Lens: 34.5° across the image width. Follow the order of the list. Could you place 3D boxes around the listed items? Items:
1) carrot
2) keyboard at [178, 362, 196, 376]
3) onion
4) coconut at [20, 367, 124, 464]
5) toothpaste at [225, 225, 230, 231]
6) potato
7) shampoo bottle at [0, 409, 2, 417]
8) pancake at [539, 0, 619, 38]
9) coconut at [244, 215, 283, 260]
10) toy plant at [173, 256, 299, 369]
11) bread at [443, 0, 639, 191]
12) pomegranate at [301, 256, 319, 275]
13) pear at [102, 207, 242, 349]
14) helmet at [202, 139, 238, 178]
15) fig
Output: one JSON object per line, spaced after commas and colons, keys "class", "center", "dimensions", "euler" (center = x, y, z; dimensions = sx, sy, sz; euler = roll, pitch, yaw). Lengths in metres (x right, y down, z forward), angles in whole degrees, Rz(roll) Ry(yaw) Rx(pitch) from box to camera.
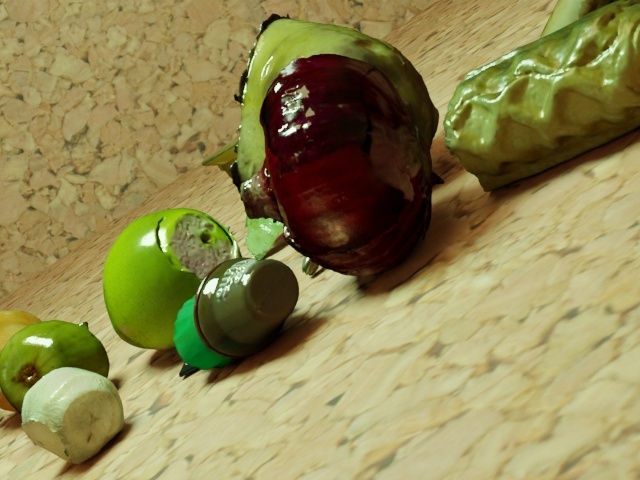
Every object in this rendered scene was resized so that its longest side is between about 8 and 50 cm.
{"class": "carrot", "center": [-0.448, 0.204, 1.561], "dimensions": [0.159, 0.159, 0.225], "euler": [-39, 27, -19]}
{"class": "keyboard", "center": [-0.104, 0.119, 1.235], "dimensions": [0.155, 0.010, 0.053], "euler": [-30, 14, 18]}
{"class": "onion", "center": [0.012, -0.074, 1.133], "dimensions": [0.219, 0.252, 0.252], "euler": [-21, 15, 12]}
{"class": "coconut", "center": [-0.295, 0.203, 1.205], "dimensions": [0.110, 0.110, 0.124], "euler": [-42, 22, -31]}
{"class": "toothpaste", "center": [-0.255, 0.030, 1.903], "dimensions": [0.204, 0.031, 0.049], "euler": [-30, 15, 11]}
{"class": "potato", "center": [0.045, -0.153, 1.384], "dimensions": [0.237, 0.301, 0.288], "euler": [6, 2, 33]}
{"class": "shampoo bottle", "center": [-0.595, 0.315, 1.682], "dimensions": [0.152, 0.045, 0.077], "euler": [-28, 16, 20]}
{"class": "pancake", "center": [0.354, -0.325, 1.248], "dimensions": [0.382, 0.071, 0.382], "euler": [-55, -7, -10]}
{"class": "coconut", "center": [-0.065, -0.056, 1.571], "dimensions": [0.133, 0.055, 0.158], "euler": [-36, 27, 31]}
{"class": "toy plant", "center": [-0.098, 0.077, 1.163], "dimensions": [0.200, 0.105, 0.143], "euler": [-27, 23, 53]}
{"class": "bread", "center": [0.255, -0.154, 1.064], "dimensions": [0.267, 0.130, 0.152], "euler": [-24, 8, 40]}
{"class": "pomegranate", "center": [-0.002, -0.003, 1.288], "dimensions": [0.084, 0.073, 0.073], "euler": [-37, 13, -10]}
{"class": "pear", "center": [-0.202, 0.056, 1.366], "dimensions": [0.187, 0.187, 0.220], "euler": [-46, -2, -41]}
{"class": "helmet", "center": [-0.074, -0.140, 1.813], "dimensions": [0.205, 0.140, 0.257], "euler": [-27, 9, 35]}
{"class": "fig", "center": [-0.361, 0.181, 1.421], "dimensions": [0.142, 0.148, 0.186], "euler": [-49, -21, -8]}
